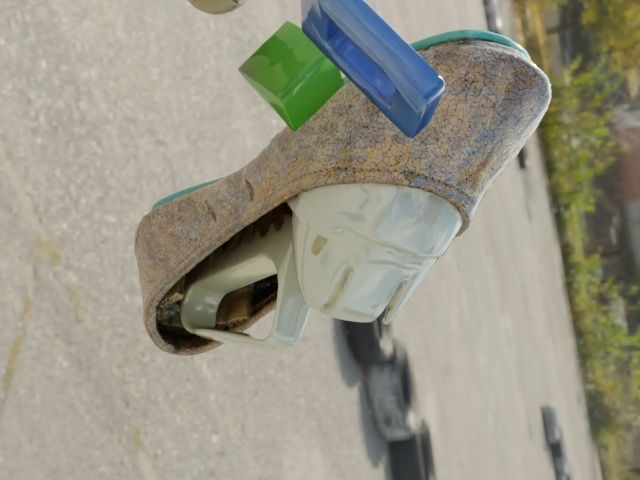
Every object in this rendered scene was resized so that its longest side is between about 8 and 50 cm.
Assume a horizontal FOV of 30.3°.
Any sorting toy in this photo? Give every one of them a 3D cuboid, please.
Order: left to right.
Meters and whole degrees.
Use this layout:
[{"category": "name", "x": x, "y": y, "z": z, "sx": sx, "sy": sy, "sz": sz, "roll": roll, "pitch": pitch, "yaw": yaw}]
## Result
[{"category": "sorting toy", "x": -0.094, "y": -0.155, "z": 0.437, "sx": 0.348, "sy": 0.047, "sz": 0.196, "roll": 47, "pitch": -5, "yaw": -10}]

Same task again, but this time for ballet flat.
[{"category": "ballet flat", "x": 0.000, "y": 0.000, "z": 0.620, "sx": 0.107, "sy": 0.316, "sz": 0.106, "roll": 18, "pitch": 64, "yaw": -29}]
